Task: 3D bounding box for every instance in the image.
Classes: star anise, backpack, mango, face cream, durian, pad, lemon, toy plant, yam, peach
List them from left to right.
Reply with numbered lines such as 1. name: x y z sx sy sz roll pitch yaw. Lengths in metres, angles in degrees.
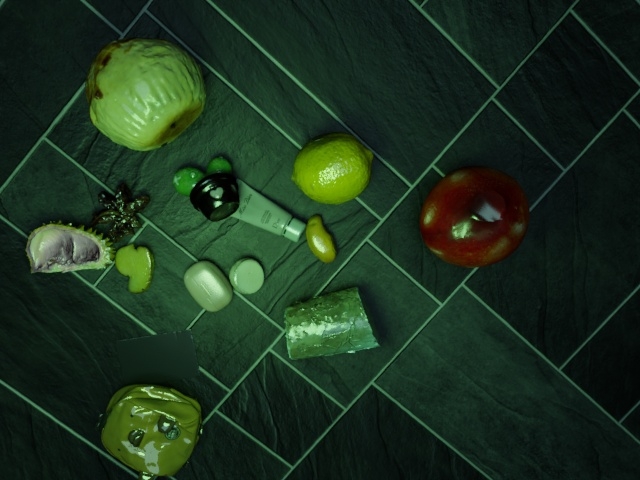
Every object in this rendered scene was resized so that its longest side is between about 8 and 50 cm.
1. durian: -0.894 0.017 1.786 0.340 0.112 0.191 -5 96 9
2. star anise: -0.723 -0.093 1.785 0.190 0.126 0.220 21 95 -11
3. backpack: -0.651 0.727 1.893 0.377 0.201 0.354 19 94 -10
4. pad: -0.637 0.463 1.946 0.299 0.005 0.202 -9 100 -2
5. toy plant: -0.398 -0.188 1.773 0.218 0.175 0.235 -28 68 -6
6. face cream: -0.204 -0.097 1.846 0.314 0.089 0.143 28 97 4
7. mango: 0.000 0.000 1.873 0.098 0.075 0.190 -26 97 -15
8. yam: 0.040 0.318 1.866 0.347 0.241 0.241 -12 100 0
9. lemon: 0.038 -0.251 1.746 0.310 0.253 0.254 -14 101 15
10. peach: 0.548 -0.080 1.749 0.387 0.388 0.389 -1 100 -4

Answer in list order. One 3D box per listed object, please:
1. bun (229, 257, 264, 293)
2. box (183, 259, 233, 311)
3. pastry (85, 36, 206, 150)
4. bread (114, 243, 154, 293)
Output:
1. bun: -0.287 0.134 1.872 0.138 0.094 0.138 2 86 -37
2. box: -0.421 0.172 1.867 0.146 0.088 0.200 -36 99 4
3. pastry: -0.570 -0.480 1.604 0.388 0.388 0.313 -39 97 3
4. bread: -0.691 0.103 1.855 0.149 0.065 0.188 6 103 6
